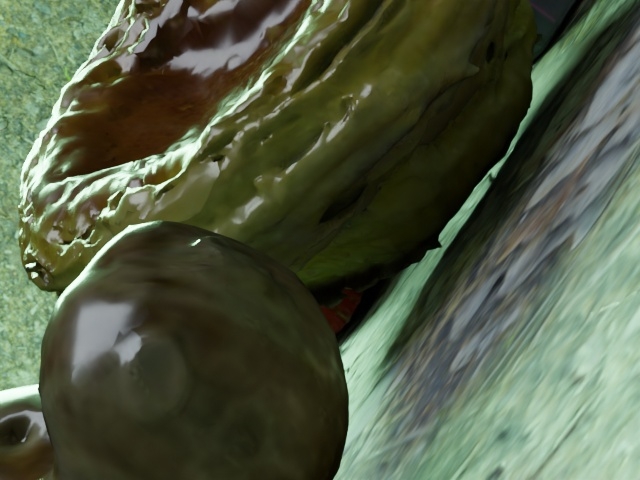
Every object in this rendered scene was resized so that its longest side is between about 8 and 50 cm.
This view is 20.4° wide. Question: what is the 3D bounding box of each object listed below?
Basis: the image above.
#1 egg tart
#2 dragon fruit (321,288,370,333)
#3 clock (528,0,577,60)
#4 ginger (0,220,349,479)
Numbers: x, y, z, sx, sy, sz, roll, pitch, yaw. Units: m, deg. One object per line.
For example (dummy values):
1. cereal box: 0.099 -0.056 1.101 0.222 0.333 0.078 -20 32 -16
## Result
1. egg tart: -0.005 -0.080 0.885 0.352 0.150 0.352 -36 27 22
2. dragon fruit: 0.000 0.000 1.024 0.106 0.083 0.162 -56 5 40
3. clock: 0.106 -0.153 1.065 0.144 0.073 0.193 -56 4 -20
4. ginger: -0.105 0.135 0.532 0.304 0.155 0.244 -57 3 -26
